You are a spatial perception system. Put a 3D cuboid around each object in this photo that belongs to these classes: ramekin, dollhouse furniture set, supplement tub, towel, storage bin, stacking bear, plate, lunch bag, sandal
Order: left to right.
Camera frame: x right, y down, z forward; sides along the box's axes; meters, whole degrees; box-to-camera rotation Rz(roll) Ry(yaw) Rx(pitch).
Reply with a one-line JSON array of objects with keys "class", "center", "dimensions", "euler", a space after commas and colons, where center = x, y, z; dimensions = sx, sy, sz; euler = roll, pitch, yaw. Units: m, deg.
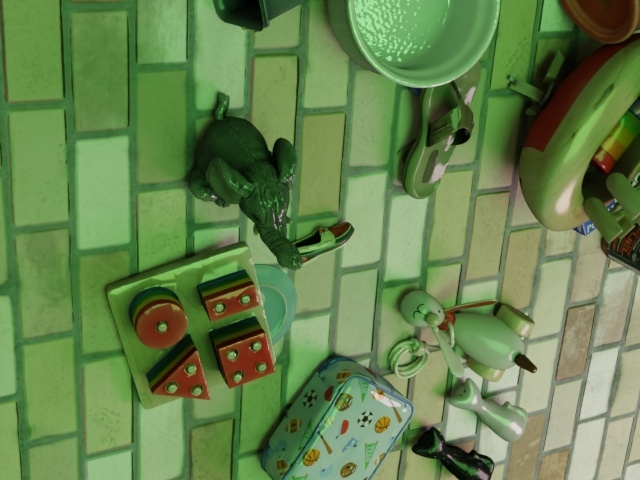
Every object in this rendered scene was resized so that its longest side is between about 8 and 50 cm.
[{"class": "plate", "center": [-0.123, 0.134, 1.854], "dimensions": [0.188, 0.024, 0.188], "euler": [-12, 118, -24]}, {"class": "storage bin", "center": [-0.095, -0.381, 1.573], "dimensions": [0.091, 0.135, 0.098], "euler": [-28, 124, -28]}, {"class": "lunch bag", "center": [0.035, 0.398, 2.014], "dimensions": [0.243, 0.115, 0.303], "euler": [33, 92, -39]}, {"class": "ramekin", "center": [0.145, -0.395, 1.669], "dimensions": [0.277, 0.135, 0.277], "euler": [-5, 103, -21]}, {"class": "towel", "center": [0.187, -0.166, 1.904], "dimensions": [0.083, 0.009, 0.060], "euler": [-35, 124, -11]}, {"class": "sandal", "center": [0.234, -0.200, 1.833], "dimensions": [0.120, 0.086, 0.303], "euler": [-11, 129, -32]}, {"class": "dollhouse furniture set", "center": [0.412, -0.319, 1.965], "dimensions": [0.081, 0.091, 0.114], "euler": [27, 71, 3]}, {"class": "stacking bear", "center": [0.620, -0.498, 1.915], "dimensions": [0.289, 0.175, 0.164], "euler": [-32, 96, -29]}, {"class": "dollhouse furniture set", "center": [0.622, -0.142, 1.912], "dimensions": [0.212, 0.161, 0.242], "euler": [-16, 154, -37]}, {"class": "supplement tub", "center": [0.710, 0.027, 2.179], "dimensions": [0.106, 0.198, 0.106], "euler": [-12, 117, -26]}]

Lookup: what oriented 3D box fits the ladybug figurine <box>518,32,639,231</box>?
[{"class": "ladybug figurine", "center": [0.541, -0.228, 1.966], "dimensions": [0.449, 0.162, 0.305], "euler": [-51, 143, 0]}]

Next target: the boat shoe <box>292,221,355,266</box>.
[{"class": "boat shoe", "center": [0.000, 0.000, 1.851], "dimensions": [0.137, 0.049, 0.043], "euler": [-29, 121, -10]}]

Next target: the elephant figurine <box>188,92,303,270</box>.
[{"class": "elephant figurine", "center": [-0.101, -0.094, 1.627], "dimensions": [0.186, 0.239, 0.169], "euler": [35, 92, -36]}]

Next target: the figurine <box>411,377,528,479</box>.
[{"class": "figurine", "center": [0.323, 0.415, 2.208], "dimensions": [0.209, 0.092, 0.215], "euler": [34, 92, -32]}]

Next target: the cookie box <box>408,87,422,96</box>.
[{"class": "cookie box", "center": [0.186, -0.328, 1.809], "dimensions": [0.092, 0.040, 0.107], "euler": [-35, 125, -12]}]

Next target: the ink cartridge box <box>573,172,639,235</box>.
[{"class": "ink cartridge box", "center": [0.618, -0.107, 2.158], "dimensions": [0.207, 0.046, 0.097], "euler": [-34, 124, -12]}]

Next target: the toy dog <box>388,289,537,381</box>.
[{"class": "toy dog", "center": [0.319, 0.205, 2.057], "dimensions": [0.333, 0.161, 0.220], "euler": [-1, 112, -30]}]

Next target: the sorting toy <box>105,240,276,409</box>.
[{"class": "sorting toy", "center": [-0.212, 0.165, 1.756], "dimensions": [0.255, 0.089, 0.257], "euler": [-18, 120, -13]}]
